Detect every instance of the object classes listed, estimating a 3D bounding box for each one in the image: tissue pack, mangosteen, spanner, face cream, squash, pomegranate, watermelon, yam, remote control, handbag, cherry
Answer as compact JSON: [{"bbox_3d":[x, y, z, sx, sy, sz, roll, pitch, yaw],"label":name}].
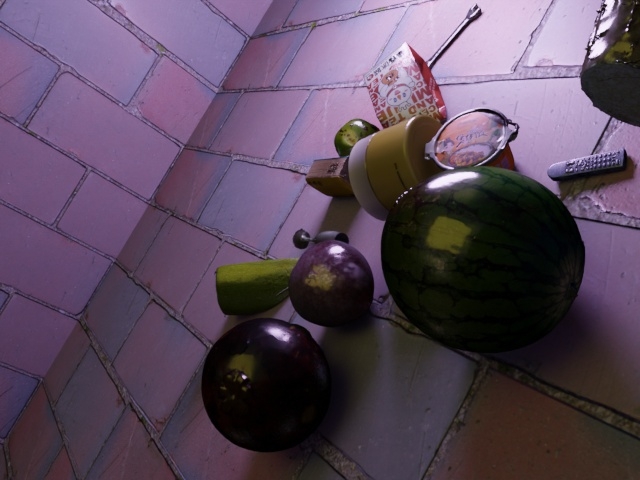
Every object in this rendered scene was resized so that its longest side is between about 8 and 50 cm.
[{"bbox_3d":[0.054,-0.179,1.812,0.169,0.120,0.082,4,68,53],"label":"tissue pack"},{"bbox_3d":[-0.106,0.331,1.473,0.305,0.359,0.306,-2,86,29],"label":"mangosteen"},{"bbox_3d":[0.377,-0.585,1.838,0.254,0.015,0.054,-48,33,13],"label":"spanner"},{"bbox_3d":[0.205,-0.171,1.507,0.179,0.218,0.218,-17,49,45],"label":"face cream"},{"bbox_3d":[-0.165,0.159,1.890,0.288,0.203,0.111,-4,49,9],"label":"squash"},{"bbox_3d":[0.109,-0.297,1.835,0.143,0.122,0.169,-15,33,10],"label":"pomegranate"},{"bbox_3d":[0.283,0.034,1.116,0.363,0.363,0.363,-34,38,32],"label":"watermelon"},{"bbox_3d":[0.621,-0.395,1.145,0.241,0.241,0.348,8,71,55],"label":"yam"},{"bbox_3d":[0.524,-0.146,1.239,0.152,0.027,0.044,-10,48,48],"label":"remote control"},{"bbox_3d":[0.240,-0.386,1.721,0.171,0.151,0.298,-34,41,22],"label":"handbag"},{"bbox_3d":[0.025,0.106,1.542,0.266,0.183,0.214,18,85,41],"label":"cherry"}]

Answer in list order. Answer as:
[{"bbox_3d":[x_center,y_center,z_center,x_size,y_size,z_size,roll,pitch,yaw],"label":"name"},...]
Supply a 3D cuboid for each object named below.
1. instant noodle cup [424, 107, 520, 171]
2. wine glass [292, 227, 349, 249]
[{"bbox_3d":[0.353,-0.189,1.395,0.208,0.125,0.178,7,64,41],"label":"instant noodle cup"},{"bbox_3d":[0.000,0.000,1.778,0.198,0.066,0.066,4,65,55],"label":"wine glass"}]
